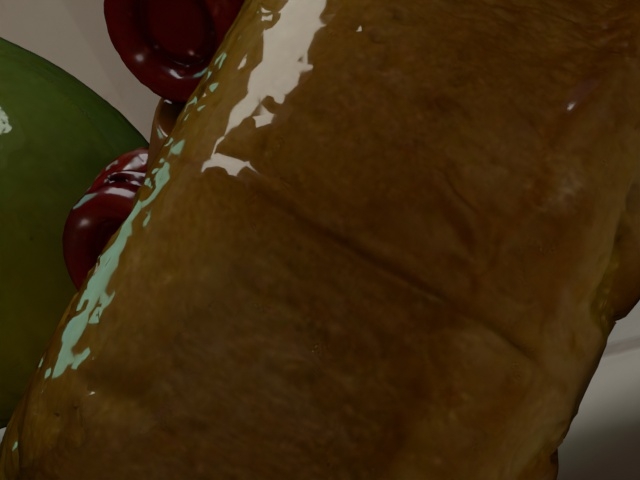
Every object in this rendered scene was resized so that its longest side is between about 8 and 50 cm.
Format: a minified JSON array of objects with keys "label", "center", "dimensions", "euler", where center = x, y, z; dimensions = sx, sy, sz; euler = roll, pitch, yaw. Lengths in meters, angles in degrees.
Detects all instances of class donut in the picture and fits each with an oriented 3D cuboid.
[{"label":"donut","center":[0.004,0.014,0.493],"dimensions":[0.226,0.114,0.226],"euler":[-60,4,7]}]

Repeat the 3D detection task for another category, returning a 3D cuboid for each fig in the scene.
[{"label":"fig","center":[-0.178,-0.003,1.145],"dimensions":[0.207,0.230,0.207],"euler":[-10,-32,-6]}]

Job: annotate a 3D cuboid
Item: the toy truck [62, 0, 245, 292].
[{"label":"toy truck","center":[0.040,-0.045,0.833],"dimensions":[0.189,0.239,0.265],"euler":[-39,-30,-48]}]
